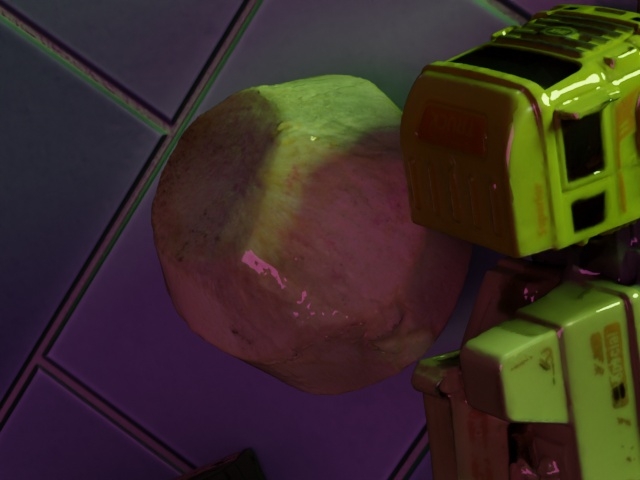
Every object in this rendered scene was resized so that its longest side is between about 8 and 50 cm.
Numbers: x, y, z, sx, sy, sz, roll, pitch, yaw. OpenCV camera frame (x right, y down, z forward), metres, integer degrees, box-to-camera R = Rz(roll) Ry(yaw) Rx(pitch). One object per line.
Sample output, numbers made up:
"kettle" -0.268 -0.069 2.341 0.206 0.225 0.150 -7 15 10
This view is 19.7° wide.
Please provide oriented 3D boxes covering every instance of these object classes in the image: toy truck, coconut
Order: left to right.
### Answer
"coconut" 0.000 0.000 1.478 0.259 0.259 0.259 2 99 16
"toy truck" 0.180 0.042 1.373 0.181 0.254 0.405 19 123 52

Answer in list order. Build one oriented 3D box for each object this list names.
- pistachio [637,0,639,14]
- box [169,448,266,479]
"pistachio" 0.345 -0.201 1.379 0.213 0.163 0.260 -2 94 -5
"box" -0.159 0.325 1.531 0.225 0.297 0.190 -25 91 18
